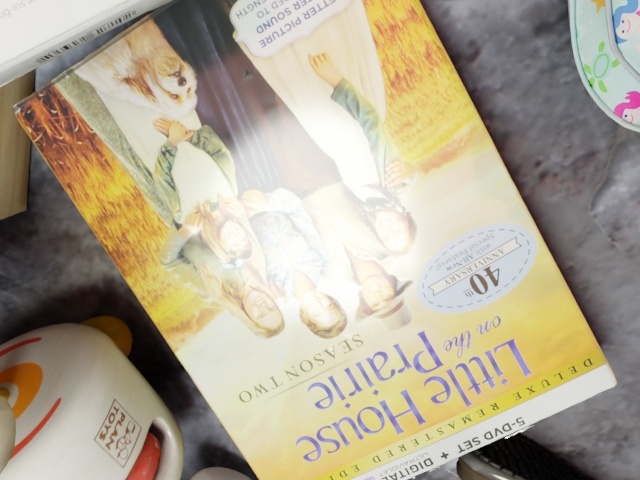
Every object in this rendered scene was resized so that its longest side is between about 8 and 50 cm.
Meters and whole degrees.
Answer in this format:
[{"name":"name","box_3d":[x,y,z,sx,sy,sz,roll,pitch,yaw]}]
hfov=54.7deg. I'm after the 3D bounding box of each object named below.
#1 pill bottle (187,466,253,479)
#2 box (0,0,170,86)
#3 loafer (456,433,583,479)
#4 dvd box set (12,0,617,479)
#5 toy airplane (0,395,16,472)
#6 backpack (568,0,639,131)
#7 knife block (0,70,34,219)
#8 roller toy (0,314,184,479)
[{"name":"pill bottle","box_3d":[-0.146,0.338,0.554,0.152,0.152,0.272,37,105,-5]},{"name":"box","box_3d":[-0.242,-0.202,0.253,0.232,0.058,0.322,-32,105,-8]},{"name":"loafer","box_3d":[0.204,0.243,0.533,0.220,0.080,0.078,31,106,-4]},{"name":"dvd box set","box_3d":[0.000,0.000,0.497,0.307,0.062,0.420,-28,100,12]},{"name":"toy airplane","box_3d":[-0.418,0.096,0.340,0.386,0.272,0.384,-42,80,-3]},{"name":"backpack","box_3d":[0.257,-0.161,0.329,0.191,0.253,0.225,-12,102,-29]},{"name":"knife block","box_3d":[-0.260,-0.179,0.459,0.242,0.088,0.276,-33,99,13]},{"name":"roller toy","box_3d":[-0.216,0.165,0.480,0.209,0.191,0.146,-36,124,-15]}]
